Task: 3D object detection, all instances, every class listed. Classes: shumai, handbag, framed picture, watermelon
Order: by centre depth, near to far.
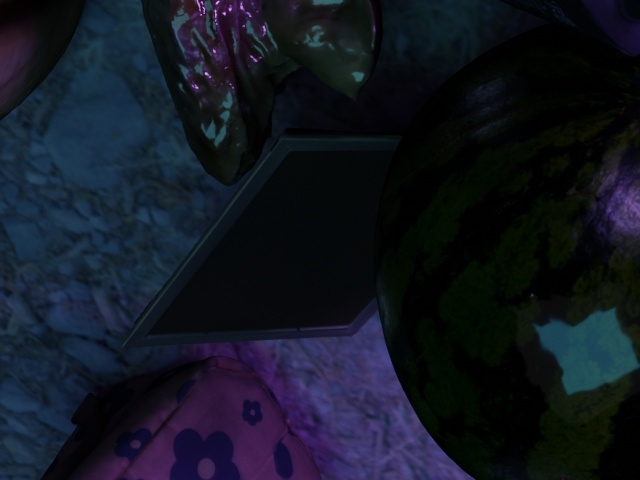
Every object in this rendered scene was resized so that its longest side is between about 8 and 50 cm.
[{"bbox_3d":[0.168,0.013,1.064,0.285,0.285,0.285,13,131,15],"label":"watermelon"},{"bbox_3d":[-0.036,-0.144,1.140,0.153,0.161,0.209,-12,102,7],"label":"shumai"},{"bbox_3d":[0.000,0.000,1.225,0.197,0.014,0.252,-1,148,-33],"label":"framed picture"},{"bbox_3d":[-0.144,0.221,1.410,0.193,0.251,0.190,-4,127,48],"label":"handbag"}]

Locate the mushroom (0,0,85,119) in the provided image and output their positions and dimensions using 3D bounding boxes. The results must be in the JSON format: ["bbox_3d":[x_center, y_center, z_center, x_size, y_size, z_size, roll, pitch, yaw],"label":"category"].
[{"bbox_3d":[-0.335,-0.130,1.223,0.292,0.217,0.212,28,137,1],"label":"mushroom"}]

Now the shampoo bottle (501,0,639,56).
[{"bbox_3d":[0.106,-0.162,0.986,0.309,0.071,0.098,31,176,37],"label":"shampoo bottle"}]
